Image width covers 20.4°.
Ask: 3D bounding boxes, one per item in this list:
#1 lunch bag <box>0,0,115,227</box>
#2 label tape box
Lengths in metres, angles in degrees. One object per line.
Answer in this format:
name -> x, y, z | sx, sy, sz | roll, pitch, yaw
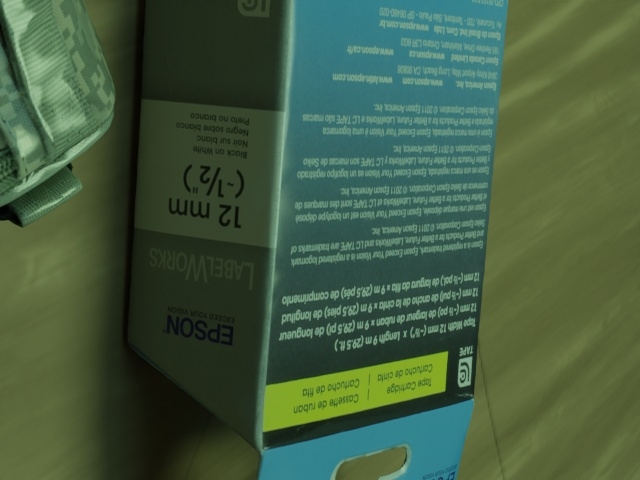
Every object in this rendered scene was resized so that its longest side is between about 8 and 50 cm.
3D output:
lunch bag -> -0.209, -0.156, 0.606 | 0.212, 0.256, 0.305 | -43, 129, -45
label tape box -> 0.000, 0.000, 1.085 | 0.249, 0.115, 0.348 | -5, 103, -56
